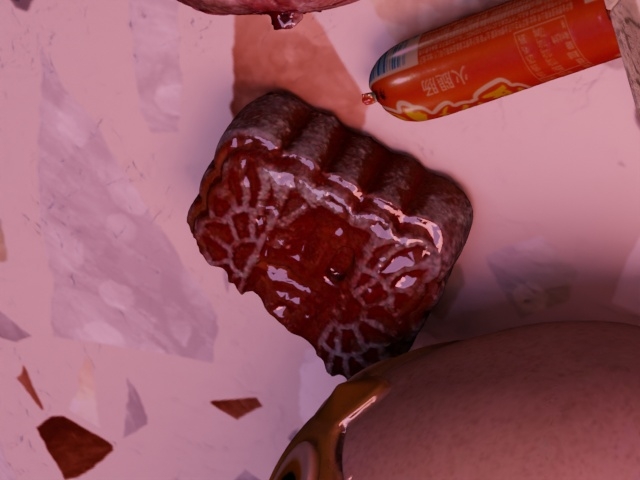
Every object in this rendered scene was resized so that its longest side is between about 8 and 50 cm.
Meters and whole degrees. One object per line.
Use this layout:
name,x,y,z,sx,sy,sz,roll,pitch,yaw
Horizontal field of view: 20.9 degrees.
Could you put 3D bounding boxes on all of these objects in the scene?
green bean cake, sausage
green bean cake,0.000,0.000,1.492,0.233,0.097,0.198,31,128,1
sausage,0.141,-0.149,1.354,0.264,0.083,0.083,-17,113,32

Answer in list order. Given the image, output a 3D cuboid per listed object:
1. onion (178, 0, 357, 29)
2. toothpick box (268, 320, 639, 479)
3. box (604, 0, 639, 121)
onion,-0.053,-0.234,1.363,0.206,0.098,0.151,-5,120,26
toothpick box,0.150,0.271,1.414,0.425,0.409,0.409,-19,112,36
box,0.303,-0.141,1.241,0.164,0.069,0.256,-24,115,-7
